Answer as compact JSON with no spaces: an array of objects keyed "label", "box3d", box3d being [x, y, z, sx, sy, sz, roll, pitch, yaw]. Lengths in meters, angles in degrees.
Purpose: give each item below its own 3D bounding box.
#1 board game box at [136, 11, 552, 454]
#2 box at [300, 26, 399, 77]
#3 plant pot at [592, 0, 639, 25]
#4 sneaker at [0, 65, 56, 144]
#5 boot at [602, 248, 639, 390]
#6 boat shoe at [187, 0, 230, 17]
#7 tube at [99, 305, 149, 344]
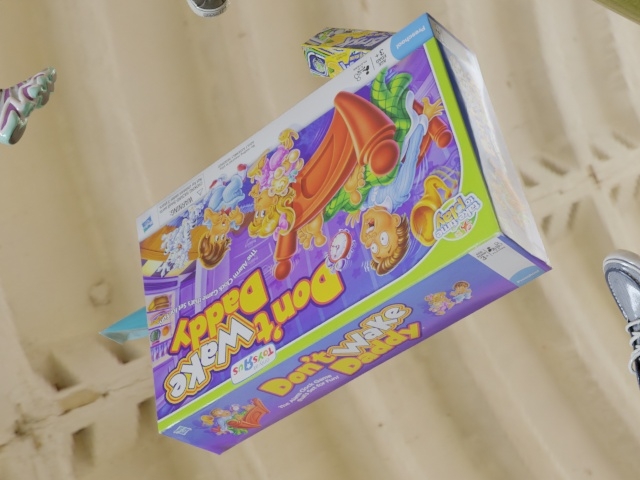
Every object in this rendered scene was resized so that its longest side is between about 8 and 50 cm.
[{"label":"board game box","box3d":[0.000,0.000,0.983,0.078,0.347,0.233,31,-144,-44]},{"label":"box","box3d":[0.053,-0.266,1.659,0.059,0.169,0.054,-41,-56,-28]},{"label":"plant pot","box3d":[0.358,-0.308,1.130,0.254,0.276,0.276,29,-122,-23]},{"label":"sneaker","box3d":[-0.322,-0.151,1.193,0.069,0.038,0.098,27,-116,8]},{"label":"boot","box3d":[0.344,0.102,1.191,0.086,0.069,0.190,-41,-91,-27]},{"label":"boat shoe","box3d":[-0.182,-0.400,1.536,0.078,0.070,0.219,-29,-107,-10]},{"label":"tube","box3d":[-0.115,0.057,1.161,0.207,0.080,0.052,-22,-109,1]}]
